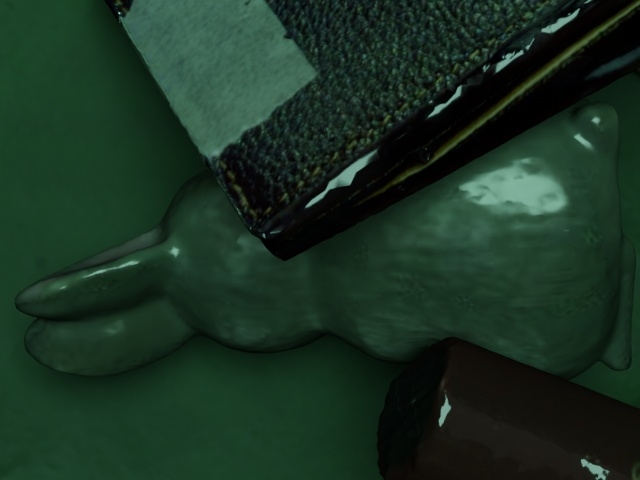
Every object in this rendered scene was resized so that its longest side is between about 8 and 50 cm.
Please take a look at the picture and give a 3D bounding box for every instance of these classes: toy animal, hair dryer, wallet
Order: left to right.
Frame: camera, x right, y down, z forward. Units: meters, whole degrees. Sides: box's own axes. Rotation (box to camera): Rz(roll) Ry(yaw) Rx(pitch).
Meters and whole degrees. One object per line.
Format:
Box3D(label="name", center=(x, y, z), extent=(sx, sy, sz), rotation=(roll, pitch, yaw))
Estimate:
Box3D(label="toy animal", center=(0.006, -0.006, 0.683), extent=(0.236, 0.138, 0.108), rotation=(4, 44, 5))
Box3D(label="wallet", center=(0.052, -0.122, 0.669), extent=(0.262, 0.071, 0.221), rotation=(-32, 45, -3))
Box3D(label="hair dryer", center=(0.139, 0.226, 0.612), extent=(0.312, 0.123, 0.340), rotation=(21, 70, -13))

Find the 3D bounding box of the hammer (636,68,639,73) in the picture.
Box3D(label="hammer", center=(0.176, -0.058, 0.747), extent=(0.182, 0.017, 0.062), rotation=(36, 81, 4))
